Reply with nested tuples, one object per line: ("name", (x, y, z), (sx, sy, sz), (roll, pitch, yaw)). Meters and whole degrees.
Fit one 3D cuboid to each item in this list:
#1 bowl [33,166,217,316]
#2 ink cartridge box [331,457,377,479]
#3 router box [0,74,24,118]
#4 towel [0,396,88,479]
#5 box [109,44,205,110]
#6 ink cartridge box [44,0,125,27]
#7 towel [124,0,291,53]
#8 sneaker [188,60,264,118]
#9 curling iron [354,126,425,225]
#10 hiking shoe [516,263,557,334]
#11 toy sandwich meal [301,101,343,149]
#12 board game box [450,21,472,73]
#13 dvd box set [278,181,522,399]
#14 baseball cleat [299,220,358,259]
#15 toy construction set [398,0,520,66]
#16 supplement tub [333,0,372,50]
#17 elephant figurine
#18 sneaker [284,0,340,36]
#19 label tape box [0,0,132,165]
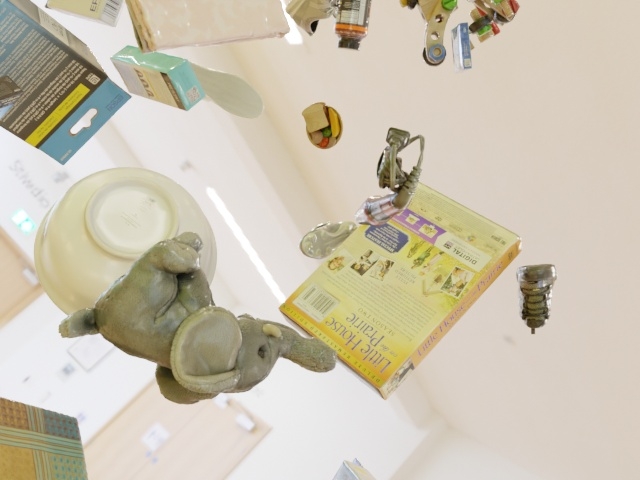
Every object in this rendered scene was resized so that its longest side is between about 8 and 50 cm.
("bowl", (-0.304, -0.008, 1.201), (0.298, 0.298, 0.134), (44, -30, 6))
("ink cartridge box", (-0.002, 0.484, 1.091), (0.072, 0.304, 0.307), (32, -6, -15))
("router box", (-0.604, -0.212, 1.283), (0.046, 0.133, 0.179), (46, 19, -10))
("towel", (-0.453, 0.420, 1.171), (0.271, 0.040, 0.370), (42, 19, -53))
("box", (-0.367, -0.366, 1.671), (0.244, 0.060, 0.100), (23, -31, 41))
("ink cartridge box", (-0.608, -0.752, 1.985), (0.330, 0.324, 0.071), (22, 3, 32))
("towel", (-0.216, -0.484, 1.247), (0.053, 0.317, 0.332), (-13, -82, 47))
("sneaker", (-0.289, -0.443, 2.204), (0.292, 0.108, 0.169), (27, 5, 2))
("curling iron", (0.060, -0.042, 0.712), (0.035, 0.068, 0.274), (13, -9, 0))
("hiking shoe", (0.464, 0.125, 1.591), (0.086, 0.114, 0.227), (-7, -24, 12))
("toy sandwich meal", (0.002, -0.202, 1.314), (0.085, 0.029, 0.086), (5, -81, 32))
("board game box", (0.283, -0.387, 1.509), (0.090, 0.020, 0.090), (-95, 178, -83))
("dvd box set", (0.160, 0.081, 1.531), (0.307, 0.420, 0.062), (33, -19, 38))
("baseball cleat", (0.000, 0.000, 1.760), (0.109, 0.206, 0.072), (0, -81, 40))
("toy construction set", (0.325, -0.583, 1.806), (0.257, 0.309, 0.237), (-30, -88, 29))
("supplement tub", (0.095, -0.668, 2.227), (0.106, 0.106, 0.198), (21, -72, 49))
("elephant figurine", (-0.131, 0.120, 0.868), (0.239, 0.186, 0.169), (49, 11, 5))
("sneaker", (0.024, -0.650, 1.983), (0.115, 0.105, 0.281), (52, -36, -7))
("label tape box", (-0.619, -0.350, 1.614), (0.333, 0.240, 0.106), (38, 16, -43))
